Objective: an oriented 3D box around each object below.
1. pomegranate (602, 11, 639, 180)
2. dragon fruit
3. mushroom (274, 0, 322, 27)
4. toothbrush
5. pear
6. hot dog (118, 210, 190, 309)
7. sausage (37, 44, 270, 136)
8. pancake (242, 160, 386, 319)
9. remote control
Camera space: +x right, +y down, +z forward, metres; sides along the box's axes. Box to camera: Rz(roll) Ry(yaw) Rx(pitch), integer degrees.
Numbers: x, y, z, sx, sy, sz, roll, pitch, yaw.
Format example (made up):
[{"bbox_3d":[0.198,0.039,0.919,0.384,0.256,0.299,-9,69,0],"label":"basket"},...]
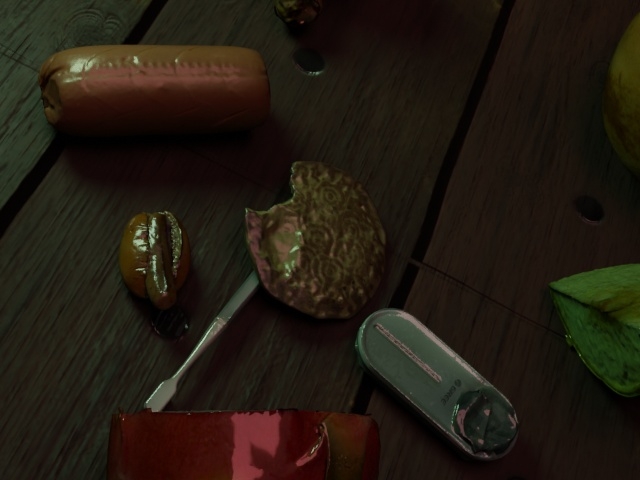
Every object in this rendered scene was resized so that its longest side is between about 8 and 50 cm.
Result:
[{"bbox_3d":[0.649,-0.239,1.465,0.416,0.417,0.417,9,59,-16],"label":"pomegranate"},{"bbox_3d":[-0.083,0.284,0.943,0.305,0.305,0.226,8,75,-16],"label":"dragon fruit"},{"bbox_3d":[-0.039,-0.495,1.464,0.254,0.267,0.267,-45,82,0],"label":"mushroom"},{"bbox_3d":[-0.114,0.092,1.185,0.025,0.030,0.342,36,56,2],"label":"toothbrush"},{"bbox_3d":[0.481,0.110,1.268,0.239,0.288,0.139,-23,105,-9],"label":"pear"},{"bbox_3d":[-0.207,0.024,1.172,0.089,0.060,0.140,9,63,-11],"label":"hot dog"},{"bbox_3d":[-0.219,-0.201,1.261,0.304,0.121,0.121,-5,64,-21],"label":"sausage"},{"bbox_3d":[0.000,0.000,1.258,0.235,0.029,0.212,-39,94,-37],"label":"pancake"},{"bbox_3d":[0.149,0.188,1.216,0.247,0.052,0.104,42,57,5],"label":"remote control"}]
